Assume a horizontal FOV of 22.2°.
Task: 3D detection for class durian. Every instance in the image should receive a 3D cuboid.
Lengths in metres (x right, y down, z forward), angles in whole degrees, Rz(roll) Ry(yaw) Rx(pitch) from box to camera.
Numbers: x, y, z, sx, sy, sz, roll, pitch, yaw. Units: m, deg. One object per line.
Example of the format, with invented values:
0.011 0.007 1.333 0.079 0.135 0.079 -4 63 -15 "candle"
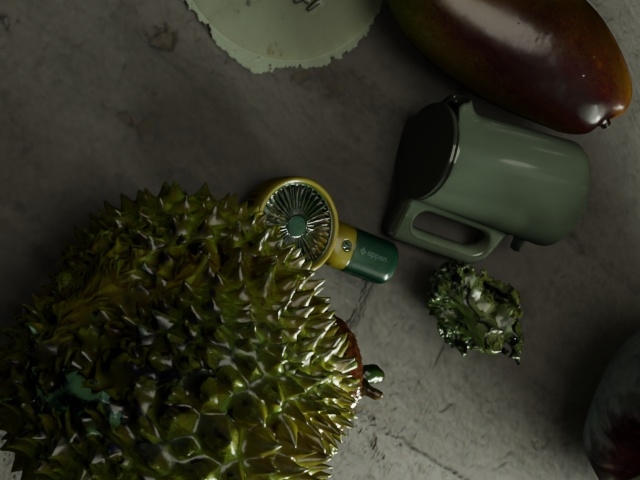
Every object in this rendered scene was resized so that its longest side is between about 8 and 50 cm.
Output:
-0.112 0.105 1.165 0.225 0.291 0.291 2 90 -59 "durian"

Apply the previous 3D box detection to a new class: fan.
-0.068 -0.331 1.320 0.233 0.012 0.414 -38 113 -27 "fan"
0.000 0.000 1.358 0.155 0.039 0.082 22 79 -32 "fan"

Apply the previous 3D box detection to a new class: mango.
0.159 -0.186 1.409 0.267 0.111 0.133 30 72 -22 "mango"

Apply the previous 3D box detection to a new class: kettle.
0.142 -0.052 1.426 0.148 0.127 0.098 15 52 -29 "kettle"

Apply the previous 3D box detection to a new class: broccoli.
0.138 0.063 1.418 0.095 0.092 0.097 -6 113 -19 "broccoli"

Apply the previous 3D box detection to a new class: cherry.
0.364 0.182 1.492 0.296 0.218 0.255 -26 101 -43 "cherry"

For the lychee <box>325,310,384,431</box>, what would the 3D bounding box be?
-0.016 0.107 1.310 0.146 0.114 0.114 11 86 -13 "lychee"
